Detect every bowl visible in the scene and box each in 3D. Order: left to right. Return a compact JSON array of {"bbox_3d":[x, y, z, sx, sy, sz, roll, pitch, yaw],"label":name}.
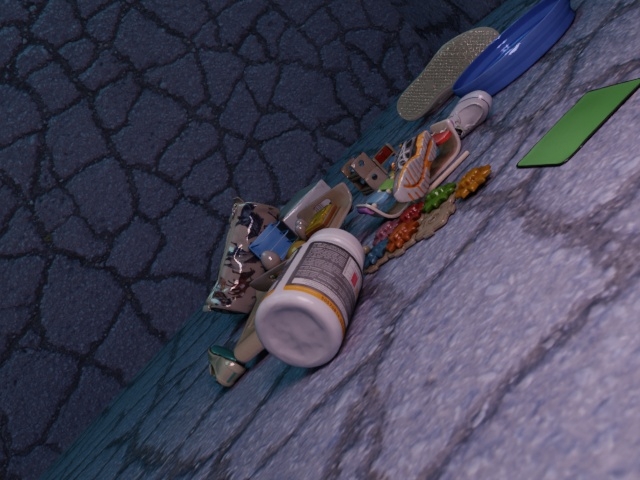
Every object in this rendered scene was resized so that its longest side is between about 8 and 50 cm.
[{"bbox_3d":[0.561,-0.553,1.575,0.391,0.077,0.391,-44,10,10],"label":"bowl"}]

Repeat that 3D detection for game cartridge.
[{"bbox_3d":[0.167,-0.137,1.699,0.056,0.017,0.083,-55,13,-28],"label":"game cartridge"}]

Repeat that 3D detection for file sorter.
[{"bbox_3d":[-0.126,0.036,1.766,0.118,0.170,0.104,-49,14,-21],"label":"file sorter"}]

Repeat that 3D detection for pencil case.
[{"bbox_3d":[-0.272,0.064,1.846,0.160,0.183,0.410,-4,69,63],"label":"pencil case"}]

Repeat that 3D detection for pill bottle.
[{"bbox_3d":[-0.006,0.096,1.034,0.162,0.162,0.278,-39,11,32],"label":"pill bottle"}]

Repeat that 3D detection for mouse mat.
[{"bbox_3d":[0.419,-0.188,0.883,0.190,0.007,0.152,-47,10,0],"label":"mouse mat"}]

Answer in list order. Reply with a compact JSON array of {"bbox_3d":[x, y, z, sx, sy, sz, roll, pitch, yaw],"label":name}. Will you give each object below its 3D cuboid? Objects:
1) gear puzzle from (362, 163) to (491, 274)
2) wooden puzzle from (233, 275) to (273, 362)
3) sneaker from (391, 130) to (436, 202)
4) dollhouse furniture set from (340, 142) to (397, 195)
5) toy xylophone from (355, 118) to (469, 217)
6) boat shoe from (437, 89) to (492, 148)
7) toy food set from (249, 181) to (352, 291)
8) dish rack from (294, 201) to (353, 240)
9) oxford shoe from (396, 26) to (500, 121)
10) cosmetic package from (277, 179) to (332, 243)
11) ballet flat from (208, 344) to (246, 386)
[{"bbox_3d":[0.206,-0.054,1.103,0.339,0.044,0.175,-37,13,41],"label":"gear puzzle"},{"bbox_3d":[-0.066,0.136,1.388,0.322,0.080,0.348,-42,15,17],"label":"wooden puzzle"},{"bbox_3d":[0.198,-0.159,1.213,0.083,0.084,0.215,-11,37,39],"label":"sneaker"},{"bbox_3d":[0.184,-0.264,1.808,0.184,0.129,0.129,-47,10,-10],"label":"dollhouse furniture set"},{"bbox_3d":[0.237,-0.168,1.334,0.323,0.081,0.236,-48,11,-13],"label":"toy xylophone"},{"bbox_3d":[0.366,-0.299,1.394,0.076,0.083,0.226,-61,3,-20],"label":"boat shoe"},{"bbox_3d":[-0.053,-0.013,1.401,0.220,0.092,0.306,-32,21,44],"label":"toy food set"},{"bbox_3d":[0.000,0.000,1.630,0.208,0.074,0.271,-42,22,30],"label":"dish rack"},{"bbox_3d":[0.474,-0.614,2.002,0.449,0.169,0.130,-40,-11,33],"label":"oxford shoe"},{"bbox_3d":[-0.060,-0.088,2.046,0.217,0.156,0.385,-47,9,-9],"label":"cosmetic package"},{"bbox_3d":[-0.255,0.327,1.394,0.086,0.086,0.248,-48,11,-14],"label":"ballet flat"}]
